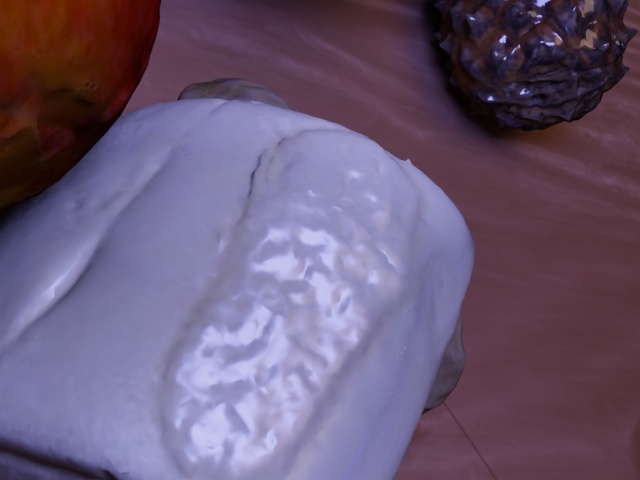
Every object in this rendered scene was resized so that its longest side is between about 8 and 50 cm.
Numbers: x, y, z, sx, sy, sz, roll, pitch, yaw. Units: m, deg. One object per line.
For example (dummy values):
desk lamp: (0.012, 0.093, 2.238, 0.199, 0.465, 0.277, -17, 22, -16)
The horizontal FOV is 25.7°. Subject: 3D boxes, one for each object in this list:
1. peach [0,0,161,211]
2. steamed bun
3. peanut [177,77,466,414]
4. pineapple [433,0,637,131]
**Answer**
peach: (-0.241, -0.165, 0.662, 0.372, 0.372, 0.290, 47, 72, -15)
steamed bun: (-0.089, 0.060, 0.749, 0.272, 0.273, 0.290, 27, 54, -10)
peanut: (0.000, 0.000, 0.953, 0.274, 0.111, 0.125, 52, 38, -11)
pineapple: (0.166, -0.270, 1.246, 0.175, 0.175, 0.361, 17, 48, -38)
